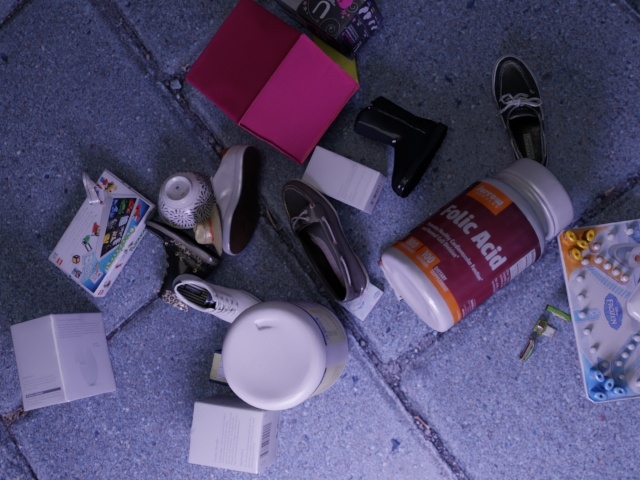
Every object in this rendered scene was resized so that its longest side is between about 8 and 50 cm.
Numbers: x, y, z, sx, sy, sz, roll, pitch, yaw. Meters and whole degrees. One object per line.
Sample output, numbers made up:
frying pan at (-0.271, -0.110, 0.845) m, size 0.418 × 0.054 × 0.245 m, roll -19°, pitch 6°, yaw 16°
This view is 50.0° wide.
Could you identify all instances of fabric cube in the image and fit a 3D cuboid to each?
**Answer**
fabric cube at (-0.115, -0.385, 1.669) m, size 0.258 × 0.259 × 0.254 m, roll 42°, pitch 98°, yaw 37°

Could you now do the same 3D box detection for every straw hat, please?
straw hat at (-0.296, -0.022, 1.777) m, size 0.061 × 0.144 × 0.144 m, roll -7°, pitch 82°, yaw -16°

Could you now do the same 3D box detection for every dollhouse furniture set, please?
dollhouse furniture set at (0.514, 0.226, 1.576) m, size 0.059 × 0.076 × 0.151 m, roll 28°, pitch 92°, yaw 14°

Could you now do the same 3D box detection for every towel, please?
towel at (0.035, -0.509, 1.805) m, size 0.102 × 0.021 × 0.237 m, roll -13°, pitch 82°, yaw 17°

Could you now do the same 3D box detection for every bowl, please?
bowl at (-0.367, -0.123, 1.823) m, size 0.170 × 0.080 × 0.170 m, roll -3°, pitch 70°, yaw 9°

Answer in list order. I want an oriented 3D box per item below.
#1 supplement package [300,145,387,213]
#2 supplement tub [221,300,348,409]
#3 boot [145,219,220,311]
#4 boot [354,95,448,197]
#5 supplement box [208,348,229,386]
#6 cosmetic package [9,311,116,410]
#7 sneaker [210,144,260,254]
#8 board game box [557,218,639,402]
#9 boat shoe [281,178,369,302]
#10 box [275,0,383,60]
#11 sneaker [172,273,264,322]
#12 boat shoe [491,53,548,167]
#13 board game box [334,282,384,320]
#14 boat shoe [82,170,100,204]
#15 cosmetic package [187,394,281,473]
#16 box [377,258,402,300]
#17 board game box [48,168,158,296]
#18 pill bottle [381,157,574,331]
supplement package at (0.059, -0.150, 1.718) m, size 0.179 × 0.105 × 0.105 m, roll 25°, pitch 94°, yaw 15°
supplement tub at (-0.067, 0.257, 1.600) m, size 0.236 × 0.325 × 0.235 m, roll -1°, pitch 85°, yaw 15°
boot at (-0.403, 0.063, 1.835) m, size 0.237 × 0.085 × 0.178 m, roll 30°, pitch 95°, yaw 15°
boot at (0.169, -0.232, 1.673) m, size 0.207 × 0.094 × 0.246 m, roll 25°, pitch 62°, yaw 16°
supplement box at (-0.238, 0.325, 1.766) m, size 0.056 × 0.083 × 0.083 m, roll 10°, pitch 87°, yaw 16°
cosmetic package at (-0.675, 0.312, 1.812) m, size 0.138 × 0.224 × 0.224 m, roll -15°, pitch 81°, yaw 13°
sneaker at (-0.233, -0.106, 1.810) m, size 0.123 × 0.106 × 0.289 m, roll 5°, pitch 85°, yaw 35°
board game box at (0.753, 0.138, 1.502) m, size 0.390 × 0.050 × 0.389 m, roll -8°, pitch 82°, yaw 5°
boat shoe at (0.000, 0.000, 1.665) m, size 0.112 × 0.095 × 0.335 m, roll -34°, pitch 88°, yaw 38°
box at (0.009, -0.593, 1.721) m, size 0.247 × 0.163 × 0.142 m, roll 39°, pitch 97°, yaw 17°
sneaker at (-0.258, 0.162, 1.751) m, size 0.258 × 0.091 × 0.094 m, roll 18°, pitch 100°, yaw -5°
boat shoe at (0.471, -0.303, 1.621) m, size 0.113 × 0.105 × 0.306 m, roll -7°, pitch 83°, yaw 14°
board game box at (0.098, 0.140, 1.725) m, size 0.090 × 0.020 × 0.090 m, roll 36°, pitch 95°, yaw 17°
boat shoe at (-0.630, -0.147, 1.892) m, size 0.035 × 0.035 × 0.100 m, roll -16°, pitch 73°, yaw -12°
cosmetic package at (-0.211, 0.477, 1.709) m, size 0.184 × 0.151 × 0.151 m, roll 5°, pitch 86°, yaw 15°
box at (0.256, 0.049, 1.682) m, size 0.207 × 0.036 × 0.114 m, roll -30°, pitch 78°, yaw 11°
board game box at (-0.602, -0.021, 1.912) m, size 0.193 × 0.053 × 0.305 m, roll 35°, pitch 94°, yaw 16°
pill bottle at (0.352, 0.003, 1.529) m, size 0.392 × 0.224 × 0.224 m, roll -37°, pitch 76°, yaw -8°
